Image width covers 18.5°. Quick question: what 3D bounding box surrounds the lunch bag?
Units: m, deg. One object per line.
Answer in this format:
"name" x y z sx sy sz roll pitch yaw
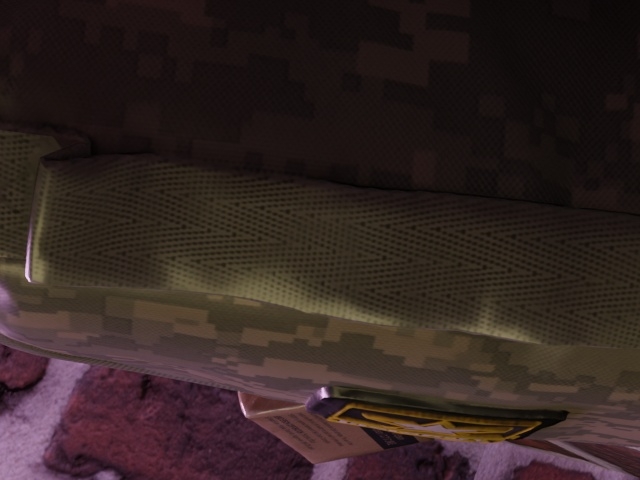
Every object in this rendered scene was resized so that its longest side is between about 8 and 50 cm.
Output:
"lunch bag" 0.036 -0.040 0.483 0.235 0.169 0.287 8 -155 -2

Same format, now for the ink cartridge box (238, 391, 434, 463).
"ink cartridge box" 0.000 0.000 1.157 0.088 0.234 0.193 -11 165 10
